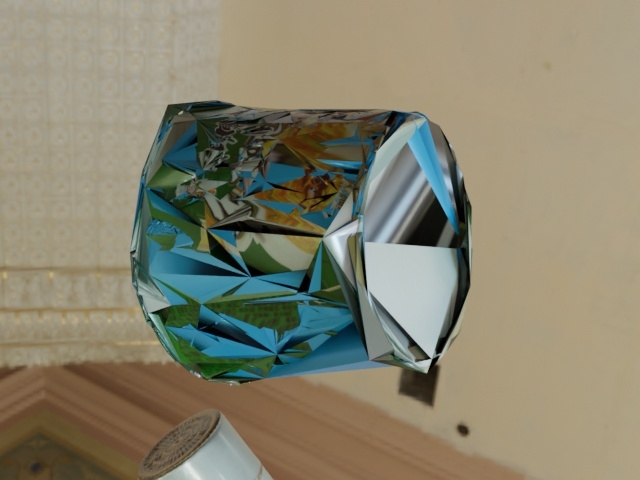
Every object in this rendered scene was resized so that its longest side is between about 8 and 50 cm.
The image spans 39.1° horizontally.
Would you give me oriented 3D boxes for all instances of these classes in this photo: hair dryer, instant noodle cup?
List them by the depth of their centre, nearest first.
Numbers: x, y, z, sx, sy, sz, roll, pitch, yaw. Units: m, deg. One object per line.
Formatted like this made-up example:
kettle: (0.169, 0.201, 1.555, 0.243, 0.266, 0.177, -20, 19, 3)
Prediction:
instant noodle cup: (0.000, 0.000, 0.679, 0.178, 0.240, 0.240, -2, -162, 32)
hair dryer: (-0.148, 0.332, 0.828, 0.107, 0.173, 0.357, -27, -166, 37)
